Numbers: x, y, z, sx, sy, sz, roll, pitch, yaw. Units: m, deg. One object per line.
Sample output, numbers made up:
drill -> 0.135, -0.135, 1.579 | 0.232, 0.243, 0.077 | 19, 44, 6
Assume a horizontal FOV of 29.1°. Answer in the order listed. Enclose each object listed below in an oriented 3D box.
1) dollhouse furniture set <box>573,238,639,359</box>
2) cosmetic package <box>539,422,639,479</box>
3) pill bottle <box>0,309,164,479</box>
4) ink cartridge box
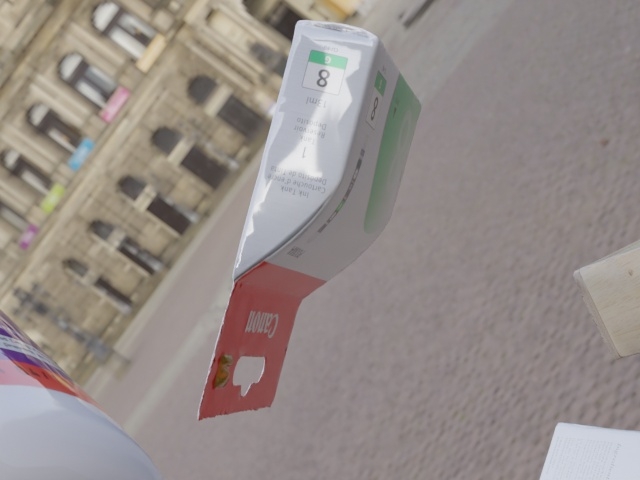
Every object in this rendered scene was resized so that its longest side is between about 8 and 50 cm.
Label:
dollhouse furniture set -> 0.371, 0.143, 0.770 | 0.362, 0.394, 0.256 | -23, -4, -26
cosmetic package -> 0.326, 0.256, 1.018 | 0.225, 0.224, 0.138 | -17, 51, 67
pill bottle -> -0.208, 0.068, 0.466 | 0.181, 0.323, 0.181 | -25, -48, -32
ink cartridge box -> 0.000, 0.000, 0.738 | 0.181, 0.056, 0.224 | 25, -103, -77
